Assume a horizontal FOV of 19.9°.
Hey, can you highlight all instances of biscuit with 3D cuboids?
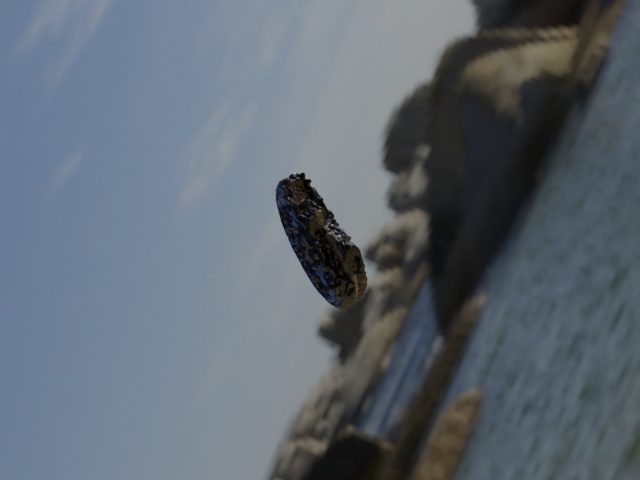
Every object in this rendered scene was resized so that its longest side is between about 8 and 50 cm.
[{"bbox_3d":[0.000,0.000,1.156,0.027,0.089,0.087,-27,26,-14],"label":"biscuit"}]
